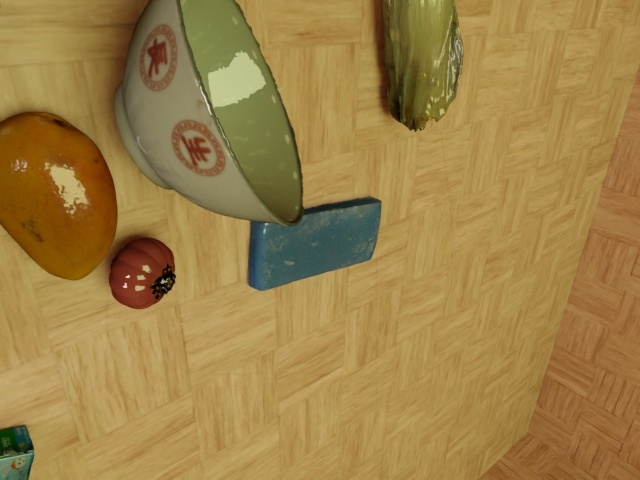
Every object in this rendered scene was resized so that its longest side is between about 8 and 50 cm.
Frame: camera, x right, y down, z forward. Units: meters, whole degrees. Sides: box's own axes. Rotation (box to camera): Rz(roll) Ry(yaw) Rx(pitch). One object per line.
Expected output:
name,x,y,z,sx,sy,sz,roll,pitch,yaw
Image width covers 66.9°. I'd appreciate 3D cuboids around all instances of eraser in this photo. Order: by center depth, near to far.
eraser,0.000,0.000,0.970,0.311,0.042,0.144,-12,119,-39

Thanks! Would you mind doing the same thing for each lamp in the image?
lamp,-0.261,0.048,0.715,0.107,0.092,0.108,19,90,-81

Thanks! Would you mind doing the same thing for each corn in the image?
corn,0.183,-0.358,0.891,0.123,0.122,0.305,-33,133,-25

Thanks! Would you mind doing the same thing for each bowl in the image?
bowl,-0.152,-0.159,0.620,0.157,0.337,0.337,-17,134,12

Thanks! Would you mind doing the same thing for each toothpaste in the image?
toothpaste,-0.480,0.409,0.722,0.050,0.065,0.267,5,108,-45

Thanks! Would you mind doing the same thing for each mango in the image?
mango,-0.326,-0.044,0.597,0.141,0.102,0.217,-16,120,-30
